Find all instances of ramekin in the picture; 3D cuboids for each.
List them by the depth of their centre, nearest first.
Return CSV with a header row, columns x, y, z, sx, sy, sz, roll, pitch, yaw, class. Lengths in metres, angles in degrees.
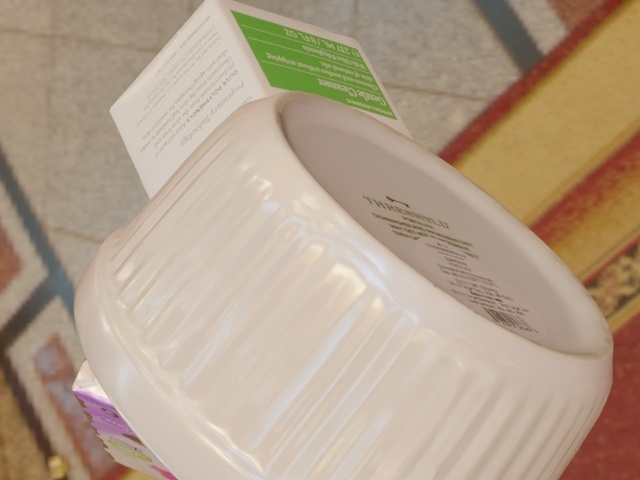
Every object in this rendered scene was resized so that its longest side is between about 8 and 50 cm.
x,y,z,sx,sy,sz,roll,pitch,yaw,class
0.018,0.033,0.637,0.207,0.207,0.109,47,110,30,ramekin

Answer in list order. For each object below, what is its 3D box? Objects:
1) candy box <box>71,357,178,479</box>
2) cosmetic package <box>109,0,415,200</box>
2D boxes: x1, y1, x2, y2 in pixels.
x,y,z,sx,sy,sz,roll,pitch,yaw,class
-0.038,0.104,0.889,0.165,0.196,0.070,21,73,5,candy box
0.000,0.000,1.300,0.155,0.197,0.365,-44,59,27,cosmetic package
